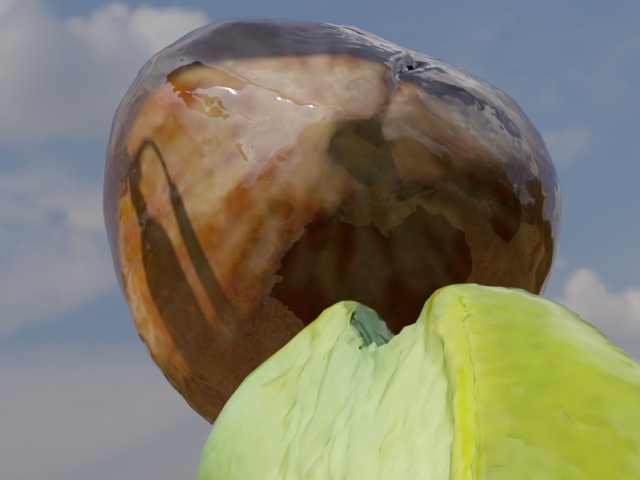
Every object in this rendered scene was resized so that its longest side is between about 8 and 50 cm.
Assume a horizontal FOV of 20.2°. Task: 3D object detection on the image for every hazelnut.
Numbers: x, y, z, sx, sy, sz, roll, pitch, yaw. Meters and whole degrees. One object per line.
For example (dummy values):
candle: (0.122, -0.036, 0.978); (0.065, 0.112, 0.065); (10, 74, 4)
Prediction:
hazelnut: (0.000, 0.000, 0.693); (0.182, 0.182, 0.182); (-4, -14, -1)

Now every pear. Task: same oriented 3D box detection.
pear: (0.100, 0.142, 0.453); (0.281, 0.176, 0.286); (27, -8, -11)
